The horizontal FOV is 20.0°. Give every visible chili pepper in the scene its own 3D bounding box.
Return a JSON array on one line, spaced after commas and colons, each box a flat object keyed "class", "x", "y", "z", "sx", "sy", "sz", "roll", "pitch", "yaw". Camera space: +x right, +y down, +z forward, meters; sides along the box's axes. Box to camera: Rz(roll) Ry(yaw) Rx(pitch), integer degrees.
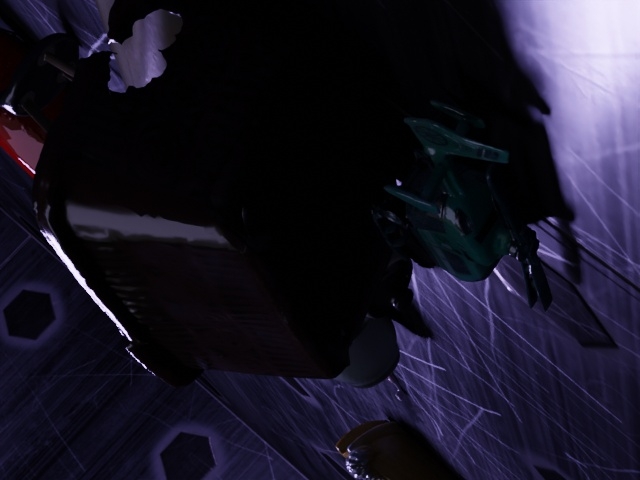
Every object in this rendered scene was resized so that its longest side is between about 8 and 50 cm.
[{"class": "chili pepper", "x": -0.302, "y": -0.126, "z": 1.955, "sx": 0.387, "sy": 0.110, "sz": 0.110, "roll": 45, "pitch": 170, "yaw": -18}]

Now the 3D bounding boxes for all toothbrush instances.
[{"class": "toothbrush", "x": 0.072, "y": 0.143, "z": 1.886, "sx": 0.006, "sy": 0.008, "sz": 0.097, "roll": 21, "pitch": 159, "yaw": 30}]

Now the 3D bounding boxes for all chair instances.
[{"class": "chair", "x": -0.203, "y": -0.116, "z": 1.668, "sx": 0.222, "sy": 0.104, "sz": 0.095, "roll": 35, "pitch": 142, "yaw": 20}]

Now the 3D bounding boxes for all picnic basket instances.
[{"class": "picnic basket", "x": -0.044, "y": -0.028, "z": 1.147, "sx": 0.129, "sy": 0.222, "sz": 0.297, "roll": 14, "pitch": 158, "yaw": 22}]

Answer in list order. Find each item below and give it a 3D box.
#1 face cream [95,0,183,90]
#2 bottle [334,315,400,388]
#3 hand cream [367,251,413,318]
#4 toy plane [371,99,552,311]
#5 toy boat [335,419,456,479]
[{"class": "face cream", "x": -0.107, "y": -0.133, "z": 1.262, "sx": 0.137, "sy": 0.084, "sz": 0.341, "roll": 44, "pitch": 164, "yaw": 34}, {"class": "bottle", "x": -0.017, "y": 0.028, "z": 1.570, "sx": 0.253, "sy": 0.079, "sz": 0.096, "roll": 50, "pitch": -155, "yaw": -34}, {"class": "hand cream", "x": 0.000, "y": 0.000, "z": 1.408, "sx": 0.186, "sy": 0.087, "sz": 0.054, "roll": 34, "pitch": -155, "yaw": 31}, {"class": "toy plane", "x": 0.080, "y": -0.019, "z": 1.032, "sx": 0.096, "sy": 0.060, "sz": 0.235, "roll": 30, "pitch": 169, "yaw": 24}, {"class": "toy boat", "x": 0.137, "y": 0.346, "z": 2.165, "sx": 0.321, "sy": 0.121, "sz": 0.089, "roll": 46, "pitch": 164, "yaw": -15}]
